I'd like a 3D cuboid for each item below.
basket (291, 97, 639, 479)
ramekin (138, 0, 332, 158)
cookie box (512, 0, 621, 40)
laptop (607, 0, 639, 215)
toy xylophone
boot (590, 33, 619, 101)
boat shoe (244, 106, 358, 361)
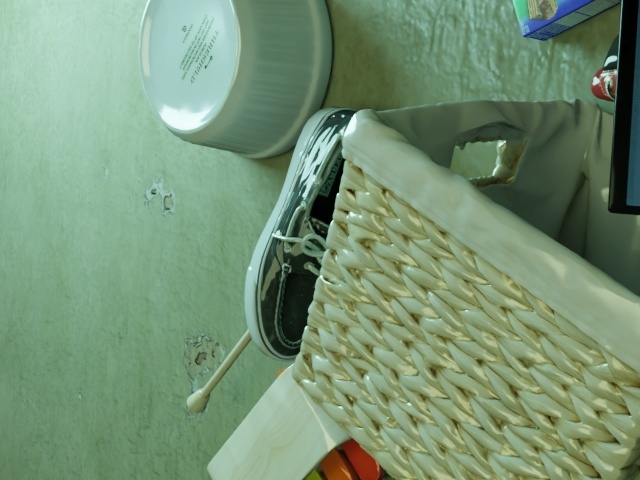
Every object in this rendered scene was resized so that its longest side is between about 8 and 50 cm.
[{"bbox_3d":[0.207,0.067,0.839,0.331,0.328,0.266,37,123,38],"label":"basket"},{"bbox_3d":[-0.120,-0.240,1.299,0.273,0.127,0.272,5,96,47],"label":"ramekin"},{"bbox_3d":[0.234,-0.255,0.982,0.107,0.040,0.091,-23,76,45],"label":"cookie box"},{"bbox_3d":[0.339,-0.126,0.652,0.264,0.137,0.234,2,87,53],"label":"laptop"},{"bbox_3d":[-0.054,0.243,1.304,0.323,0.081,0.236,-44,62,40],"label":"toy xylophone"},{"bbox_3d":[0.290,-0.105,0.838,0.176,0.088,0.244,-17,40,47],"label":"boot"},{"bbox_3d":[0.004,0.001,1.175,0.105,0.113,0.306,26,96,61],"label":"boat shoe"}]
